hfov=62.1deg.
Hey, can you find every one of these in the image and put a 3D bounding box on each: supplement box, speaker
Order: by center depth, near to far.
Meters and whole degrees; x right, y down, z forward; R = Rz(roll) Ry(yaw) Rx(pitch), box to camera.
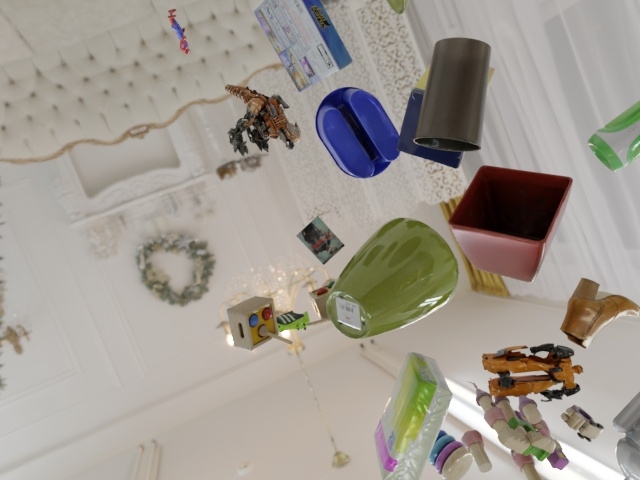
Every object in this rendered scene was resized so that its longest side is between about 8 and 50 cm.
[{"bbox_3d":[0.851,-0.311,1.363,0.296,0.131,0.131,-39,178,18],"label":"speaker"},{"bbox_3d":[0.386,-0.403,1.618,0.195,0.194,0.356,20,-139,12],"label":"supplement box"}]

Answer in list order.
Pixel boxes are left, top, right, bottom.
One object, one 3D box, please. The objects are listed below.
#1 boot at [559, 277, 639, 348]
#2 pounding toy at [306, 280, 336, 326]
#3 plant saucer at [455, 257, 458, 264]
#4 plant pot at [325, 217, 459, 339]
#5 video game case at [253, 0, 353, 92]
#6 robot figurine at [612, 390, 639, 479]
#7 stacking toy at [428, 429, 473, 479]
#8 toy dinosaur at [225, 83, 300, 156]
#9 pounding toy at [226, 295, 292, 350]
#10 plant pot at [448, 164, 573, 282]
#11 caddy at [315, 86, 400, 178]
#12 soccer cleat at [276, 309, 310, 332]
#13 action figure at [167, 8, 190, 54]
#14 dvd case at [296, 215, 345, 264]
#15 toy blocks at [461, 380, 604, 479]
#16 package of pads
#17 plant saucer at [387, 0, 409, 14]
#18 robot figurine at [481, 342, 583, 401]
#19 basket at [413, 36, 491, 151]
[{"bbox_3d":[0.935,0.269,1.789,0.295,0.211,0.104,24,177,-20],"label":"boot"},{"bbox_3d":[0.021,0.207,1.747,0.181,0.094,0.206,-22,-172,-9],"label":"pounding toy"},{"bbox_3d":[0.411,0.076,1.974,0.199,0.198,0.036,-15,-147,55],"label":"plant saucer"},{"bbox_3d":[0.157,0.120,1.357,0.293,0.274,0.275,-30,-172,-40],"label":"plant pot"},{"bbox_3d":[-0.054,-0.578,1.502,0.061,0.269,0.244,-39,-163,-24],"label":"video game case"},{"bbox_3d":[0.890,0.507,1.327,0.353,0.300,0.200,-53,171,3],"label":"robot figurine"},{"bbox_3d":[0.382,0.709,1.916,0.141,0.141,0.330,-24,-145,-28],"label":"stacking toy"},{"bbox_3d":[-0.195,-0.404,1.756,0.164,0.322,0.218,2,135,-39],"label":"toy dinosaur"},{"bbox_3d":[-0.163,0.236,1.449,0.100,0.141,0.130,2,-163,40],"label":"pounding toy"},{"bbox_3d":[0.563,-0.033,1.564,0.267,0.235,0.267,15,-126,34],"label":"plant pot"},{"bbox_3d":[0.131,-0.376,1.880,0.241,0.341,0.179,-33,-165,4],"label":"caddy"},{"bbox_3d":[-0.126,0.285,1.879,0.179,0.060,0.072,-3,-138,-2],"label":"soccer cleat"},{"bbox_3d":[-0.334,-0.493,1.273,0.030,0.038,0.115,-12,148,-3],"label":"action figure"},{"bbox_3d":[0.000,0.000,1.548,0.087,0.119,0.013,-42,-177,3],"label":"dvd case"},{"bbox_3d":[0.628,0.562,1.670,0.309,0.289,0.260,-57,-161,18],"label":"toy blocks"},{"bbox_3d":[0.241,0.469,1.414,0.101,0.296,0.229,20,-171,-2],"label":"package of pads"},{"bbox_3d":[0.169,-0.680,1.306,0.037,0.241,0.241,-25,-176,3],"label":"plant saucer"},{"bbox_3d":[0.676,0.414,1.696,0.291,0.211,0.085,-10,-160,20],"label":"robot figurine"},{"bbox_3d":[0.308,-0.331,1.220,0.154,0.226,0.204,10,-176,15],"label":"basket"}]
